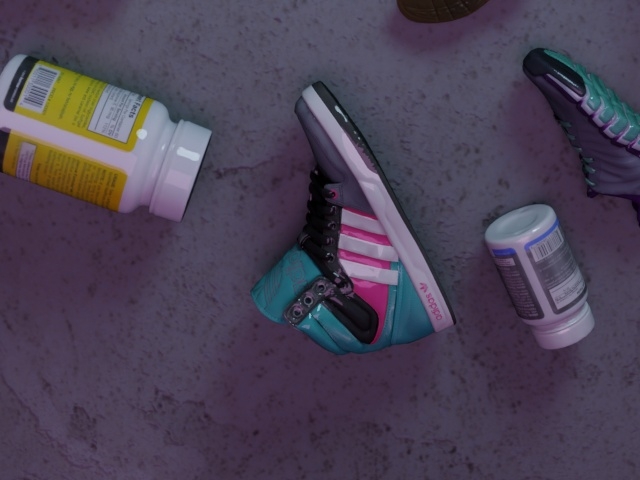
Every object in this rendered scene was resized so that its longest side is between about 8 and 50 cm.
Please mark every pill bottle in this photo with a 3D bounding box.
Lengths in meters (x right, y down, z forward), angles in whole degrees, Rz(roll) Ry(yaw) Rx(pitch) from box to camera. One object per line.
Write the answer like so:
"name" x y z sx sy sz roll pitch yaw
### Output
"pill bottle" -0.221 -0.097 1.329 0.208 0.119 0.119 20 112 -5
"pill bottle" 0.229 0.039 1.384 0.078 0.078 0.137 -22 110 11

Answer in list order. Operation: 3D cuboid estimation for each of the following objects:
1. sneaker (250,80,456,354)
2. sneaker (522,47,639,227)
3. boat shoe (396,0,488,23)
"sneaker" 0.000 0.000 1.362 0.178 0.124 0.295 -27 110 3
"sneaker" 0.272 -0.094 1.328 0.223 0.083 0.098 35 114 -12
"boat shoe" 0.146 -0.257 1.290 0.153 0.048 0.056 -25 121 19
